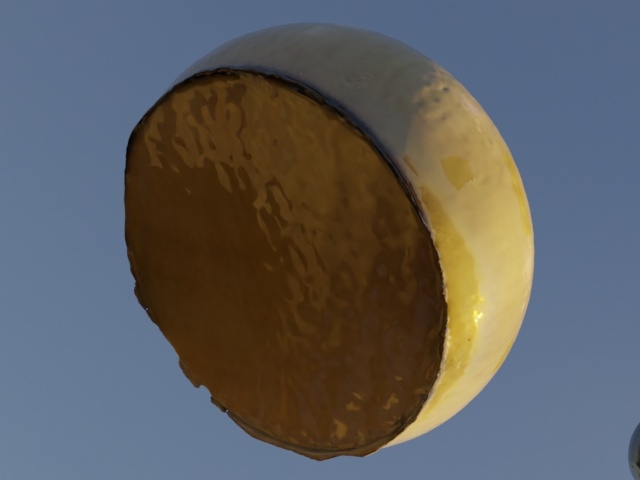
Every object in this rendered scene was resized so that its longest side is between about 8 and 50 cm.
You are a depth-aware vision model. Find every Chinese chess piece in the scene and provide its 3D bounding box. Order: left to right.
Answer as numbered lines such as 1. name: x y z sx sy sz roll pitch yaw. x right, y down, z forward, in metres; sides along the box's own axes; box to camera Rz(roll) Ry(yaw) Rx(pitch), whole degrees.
1. Chinese chess piece: 0.000 0.000 0.844 0.257 0.104 0.257 18 -60 34

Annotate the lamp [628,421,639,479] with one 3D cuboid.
1. lamp: 0.336 0.201 1.320 0.105 0.105 0.105 16 -44 16
